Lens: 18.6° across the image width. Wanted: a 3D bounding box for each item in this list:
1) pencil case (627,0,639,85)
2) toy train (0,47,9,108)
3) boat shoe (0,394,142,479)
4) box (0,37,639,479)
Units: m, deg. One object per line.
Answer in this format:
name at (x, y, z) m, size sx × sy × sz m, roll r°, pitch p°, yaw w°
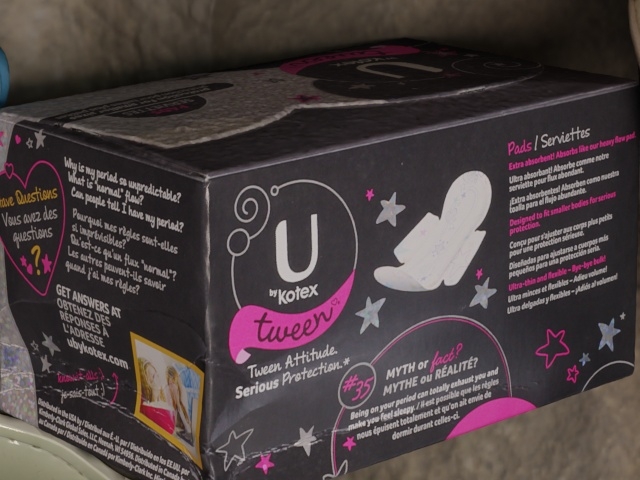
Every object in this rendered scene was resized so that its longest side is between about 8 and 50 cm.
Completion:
pencil case at (0.247, 0.007, 0.917) m, size 0.410 × 0.159 × 0.184 m, roll 68°, pitch 30°, yaw -49°
toy train at (-0.236, -0.003, 0.802) m, size 0.143 × 0.105 × 0.248 m, roll 24°, pitch 93°, yaw -43°
boat shoe at (-0.104, 0.103, 0.910) m, size 0.227 × 0.069 × 0.081 m, roll 24°, pitch 134°, yaw -25°
box at (0.000, 0.000, 0.848) m, size 0.247 × 0.163 × 0.142 m, roll -13°, pitch 111°, yaw -39°
